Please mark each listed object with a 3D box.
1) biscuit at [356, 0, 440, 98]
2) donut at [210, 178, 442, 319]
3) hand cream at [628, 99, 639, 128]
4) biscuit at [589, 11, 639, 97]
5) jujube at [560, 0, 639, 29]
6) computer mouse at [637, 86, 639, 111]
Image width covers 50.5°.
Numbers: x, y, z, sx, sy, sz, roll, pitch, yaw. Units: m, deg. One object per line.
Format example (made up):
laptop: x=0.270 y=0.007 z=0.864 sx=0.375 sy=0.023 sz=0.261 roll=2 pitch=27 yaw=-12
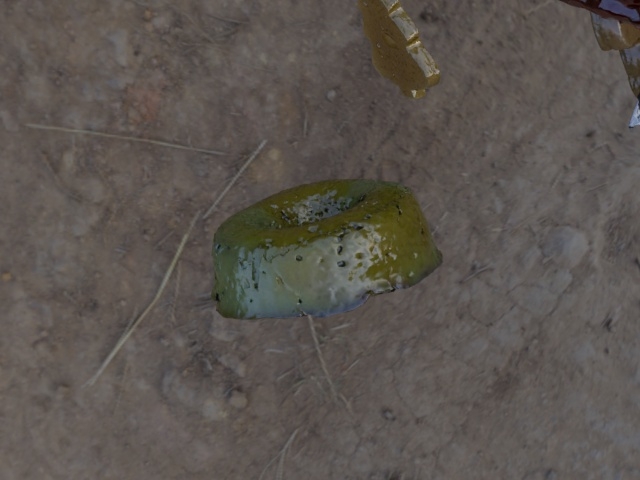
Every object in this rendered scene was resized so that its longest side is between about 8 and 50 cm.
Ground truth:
biscuit: x=0.122 y=-0.345 z=1.139 sx=0.041 sy=0.212 sz=0.239 roll=-31 pitch=117 yaw=-6
donut: x=0.000 y=0.000 z=0.764 sx=0.271 sy=0.272 sz=0.107 roll=-6 pitch=105 yaw=27
hand cream: x=0.705 y=-0.220 z=1.263 sx=0.256 sy=0.050 sz=0.084 roll=15 pitch=115 yaw=0
biscuit: x=0.569 y=-0.429 z=1.153 sx=0.074 sy=0.358 sz=0.382 roll=16 pitch=108 yaw=53
jujube: x=0.307 y=-0.302 z=0.688 sx=0.230 sy=0.155 sz=0.155 roll=47 pitch=115 yaw=38
computer mouse: x=0.496 y=-0.170 z=0.806 sx=0.217 sy=0.073 sz=0.122 roll=-4 pitch=128 yaw=26
